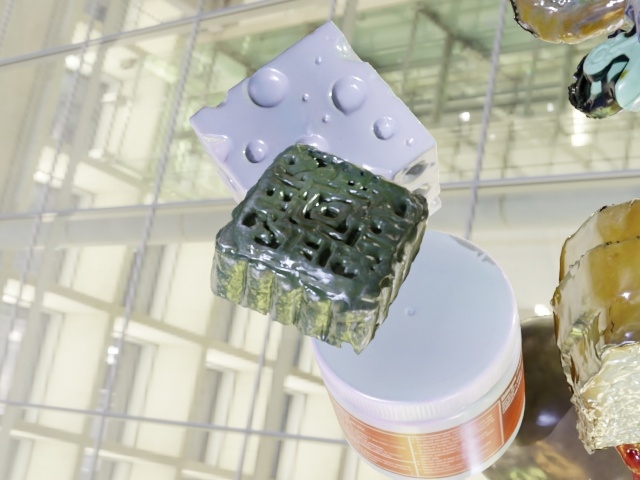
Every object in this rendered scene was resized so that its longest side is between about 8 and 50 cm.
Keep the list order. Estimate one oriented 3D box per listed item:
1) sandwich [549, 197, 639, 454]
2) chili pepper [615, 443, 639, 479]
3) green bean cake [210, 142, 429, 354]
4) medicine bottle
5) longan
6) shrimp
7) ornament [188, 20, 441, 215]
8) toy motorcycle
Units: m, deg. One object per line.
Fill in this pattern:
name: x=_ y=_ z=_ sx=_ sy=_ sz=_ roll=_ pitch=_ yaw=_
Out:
sandwich: x=0.283 y=0.044 z=0.619 sx=0.271 sy=0.301 sz=0.099 roll=63 pitch=-156 yaw=-61
chili pepper: x=0.369 y=0.101 z=0.957 sx=0.131 sy=0.134 sz=0.338 roll=43 pitch=-140 yaw=16
green bean cake: x=0.000 y=0.000 z=1.093 sx=0.173 sy=0.181 sz=0.094 roll=-56 pitch=-15 yaw=-36
medicine bottle: x=0.128 y=0.152 z=1.400 sx=0.240 sy=0.253 sz=0.252 roll=73 pitch=-144 yaw=-53
longan: x=0.365 y=0.263 z=1.642 sx=0.319 sy=0.319 sz=0.318 roll=3 pitch=-94 yaw=-49
shrimp: x=0.366 y=-0.362 z=1.507 sx=0.173 sy=0.253 sz=0.058 roll=58 pitch=-140 yaw=-9
ornament: x=0.002 y=-0.105 z=1.537 sx=0.239 sy=0.239 sz=0.239 roll=-36 pitch=-20 yaw=-6
toy motorcycle: x=0.345 y=-0.242 z=0.959 sx=0.125 sy=0.196 sz=0.331 roll=37 pitch=-95 yaw=-23
